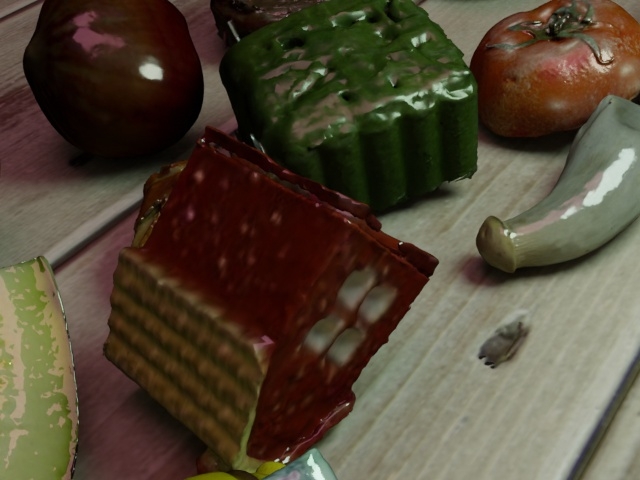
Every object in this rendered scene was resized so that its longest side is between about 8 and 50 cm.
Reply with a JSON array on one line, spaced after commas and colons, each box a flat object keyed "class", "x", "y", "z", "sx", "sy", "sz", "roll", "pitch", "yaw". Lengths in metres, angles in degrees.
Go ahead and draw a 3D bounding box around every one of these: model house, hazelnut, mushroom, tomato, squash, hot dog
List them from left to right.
[{"class": "squash", "x": -0.274, "y": 0.149, "z": 0.728, "sx": 0.237, "sy": 0.204, "sz": 0.155, "roll": -23, "pitch": 18, "yaw": -25}, {"class": "hazelnut", "x": -0.252, "y": -0.201, "z": 1.142, "sx": 0.230, "sy": 0.229, "sz": 0.229, "roll": -3, "pitch": 37, "yaw": 2}, {"class": "hot dog", "x": -0.125, "y": -0.034, "z": 0.995, "sx": 0.146, "sy": 0.103, "sz": 0.213, "roll": -8, "pitch": 36, "yaw": -4}, {"class": "model house", "x": -0.062, "y": 0.061, "z": 0.792, "sx": 0.196, "sy": 0.160, "sz": 0.254, "roll": 30, "pitch": 85, "yaw": 36}, {"class": "tomato", "x": 0.284, "y": -0.228, "z": 1.162, "sx": 0.237, "sy": 0.095, "sz": 0.236, "roll": -19, "pitch": 32, "yaw": 13}, {"class": "mushroom", "x": 0.274, "y": -0.049, "z": 0.980, "sx": 0.118, "sy": 0.103, "sz": 0.270, "roll": 26, "pitch": 52, "yaw": 33}]

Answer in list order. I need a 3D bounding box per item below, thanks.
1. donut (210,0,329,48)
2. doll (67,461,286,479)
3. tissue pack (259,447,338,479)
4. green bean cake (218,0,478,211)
[{"class": "donut", "x": -0.034, "y": -0.340, "z": 1.396, "sx": 0.270, "sy": 0.103, "sz": 0.269, "roll": -1, "pitch": 35, "yaw": 1}, {"class": "doll", "x": -0.009, "y": 0.220, "z": 0.616, "sx": 0.363, "sy": 0.145, "sz": 0.199, "roll": 8, "pitch": 35, "yaw": 6}, {"class": "tissue pack", "x": -0.029, "y": 0.286, "z": 0.433, "sx": 0.228, "sy": 0.128, "sz": 0.310, "roll": -25, "pitch": 70, "yaw": -16}, {"class": "green bean cake", "x": 0.029, "y": -0.156, "z": 1.065, "sx": 0.247, "sy": 0.156, "sz": 0.249, "roll": -20, "pitch": 48, "yaw": -6}]
